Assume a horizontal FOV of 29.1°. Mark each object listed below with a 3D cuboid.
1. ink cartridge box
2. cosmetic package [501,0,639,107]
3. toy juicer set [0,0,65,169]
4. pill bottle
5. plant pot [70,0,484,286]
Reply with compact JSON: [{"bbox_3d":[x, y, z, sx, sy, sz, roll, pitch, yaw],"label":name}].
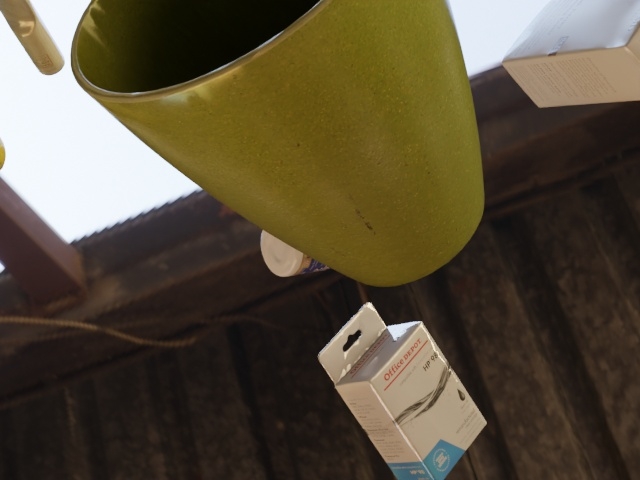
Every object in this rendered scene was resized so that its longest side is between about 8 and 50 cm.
[{"bbox_3d":[0.088,0.161,1.315,0.060,0.180,0.104,-14,-155,51],"label":"ink cartridge box"},{"bbox_3d":[0.318,-0.219,1.375,0.117,0.085,0.231,-51,-160,-16],"label":"cosmetic package"},{"bbox_3d":[-0.340,-0.109,1.139,0.329,0.209,0.089,-41,-116,12],"label":"toy juicer set"},{"bbox_3d":[0.000,0.000,1.356,0.120,0.067,0.067,-9,-136,-38],"label":"pill bottle"},{"bbox_3d":[0.005,-0.104,0.954,0.274,0.293,0.275,-22,-141,19],"label":"plant pot"}]
